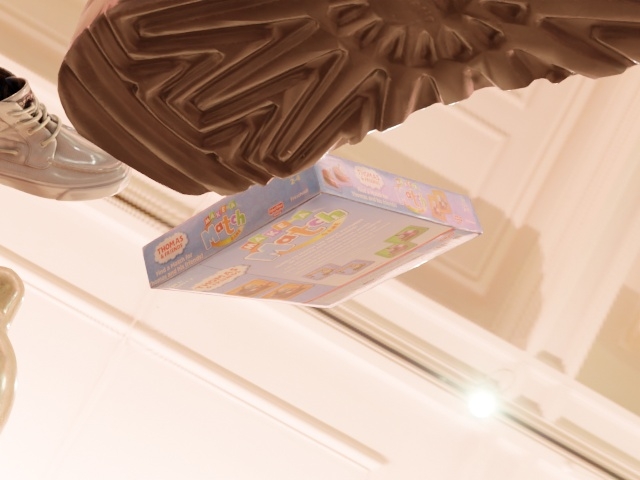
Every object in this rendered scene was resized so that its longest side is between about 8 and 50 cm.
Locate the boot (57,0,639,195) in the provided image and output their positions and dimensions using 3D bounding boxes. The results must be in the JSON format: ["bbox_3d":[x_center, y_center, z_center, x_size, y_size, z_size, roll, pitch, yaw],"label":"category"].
[{"bbox_3d":[0.073,-0.263,0.484,0.146,0.367,0.445,48,-140,-38],"label":"boot"}]

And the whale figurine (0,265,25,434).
[{"bbox_3d":[-0.328,0.053,0.745,0.216,0.141,0.272,-12,-97,-34],"label":"whale figurine"}]

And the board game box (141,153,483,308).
[{"bbox_3d":[0.000,0.000,0.765,0.160,0.211,0.039,-28,-112,31],"label":"board game box"}]

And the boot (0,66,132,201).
[{"bbox_3d":[-0.333,-0.125,1.162,0.258,0.123,0.095,8,-132,-19],"label":"boot"}]
